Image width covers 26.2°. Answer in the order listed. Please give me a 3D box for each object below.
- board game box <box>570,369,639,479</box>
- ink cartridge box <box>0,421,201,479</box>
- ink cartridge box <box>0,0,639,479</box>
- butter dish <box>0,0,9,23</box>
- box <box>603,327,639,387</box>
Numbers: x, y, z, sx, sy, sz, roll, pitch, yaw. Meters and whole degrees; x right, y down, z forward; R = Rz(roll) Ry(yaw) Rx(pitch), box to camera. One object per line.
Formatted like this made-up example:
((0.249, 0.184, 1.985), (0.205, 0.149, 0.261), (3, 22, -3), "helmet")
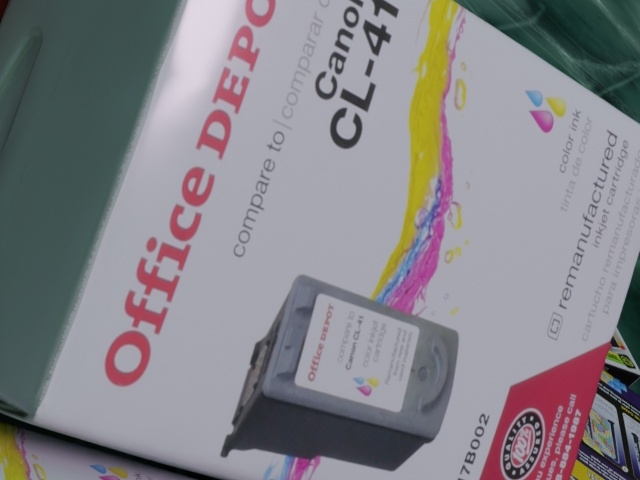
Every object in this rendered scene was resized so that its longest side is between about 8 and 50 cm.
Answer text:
((0.201, 0.158, 0.899), (0.170, 0.048, 0.141), (35, 31, -19), "board game box")
((-0.111, 0.135, 0.480), (0.175, 0.072, 0.127), (24, 35, -35), "ink cartridge box")
((0.000, 0.000, 0.618), (0.306, 0.226, 0.131), (24, -7, -42), "ink cartridge box")
((-0.195, -0.071, 0.605), (0.160, 0.160, 0.118), (30, 54, -31), "butter dish")
((0.133, 0.042, 0.980), (0.207, 0.036, 0.114), (20, 36, -39), "box")
